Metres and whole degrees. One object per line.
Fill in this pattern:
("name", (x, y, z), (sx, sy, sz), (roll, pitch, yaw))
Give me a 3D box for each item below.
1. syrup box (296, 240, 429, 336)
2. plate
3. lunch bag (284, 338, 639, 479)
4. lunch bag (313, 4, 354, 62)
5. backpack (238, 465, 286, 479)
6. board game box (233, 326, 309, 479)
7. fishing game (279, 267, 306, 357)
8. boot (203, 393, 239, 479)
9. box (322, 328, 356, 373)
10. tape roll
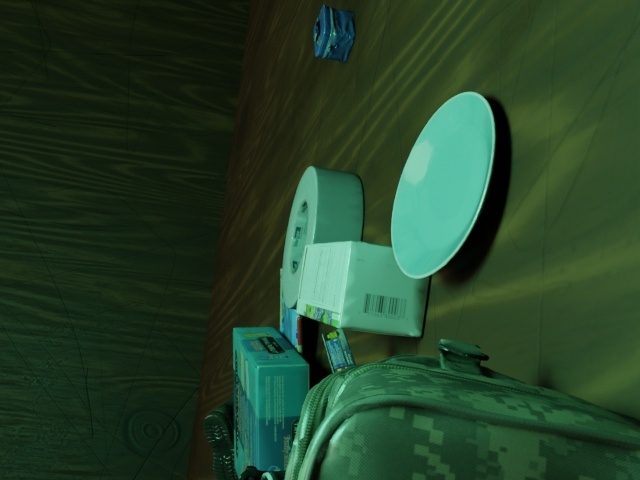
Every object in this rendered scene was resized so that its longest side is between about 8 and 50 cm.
("syrup box", (0.043, 0.053, 0.980), (0.237, 0.093, 0.096), (171, 107, -77))
("plate", (0.123, -0.051, 0.811), (0.188, 0.024, 0.188), (-164, 90, -71))
("lunch bag", (0.072, 0.223, 0.499), (0.256, 0.212, 0.305), (10, -90, -86))
("lunch bag", (0.019, -0.359, 1.459), (0.067, 0.065, 0.098), (112, 163, -45))
("backpack", (-0.016, 0.366, 0.785), (0.225, 0.191, 0.254), (117, 166, -60))
("board game box", (-0.083, 0.288, 1.327), (0.336, 0.079, 0.254), (-163, 72, -78))
("fishing game", (-0.041, 0.158, 1.398), (0.264, 0.041, 0.189), (-129, 37, -75))
("boot", (-0.173, 0.429, 1.785), (0.137, 0.076, 0.198), (-41, -54, -62))
("box", (0.037, 0.178, 0.928), (0.094, 0.027, 0.137), (-110, 3, -67))
("tape roll", (0.000, 0.000, 1.268), (0.219, 0.072, 0.219), (-170, 90, -78))
